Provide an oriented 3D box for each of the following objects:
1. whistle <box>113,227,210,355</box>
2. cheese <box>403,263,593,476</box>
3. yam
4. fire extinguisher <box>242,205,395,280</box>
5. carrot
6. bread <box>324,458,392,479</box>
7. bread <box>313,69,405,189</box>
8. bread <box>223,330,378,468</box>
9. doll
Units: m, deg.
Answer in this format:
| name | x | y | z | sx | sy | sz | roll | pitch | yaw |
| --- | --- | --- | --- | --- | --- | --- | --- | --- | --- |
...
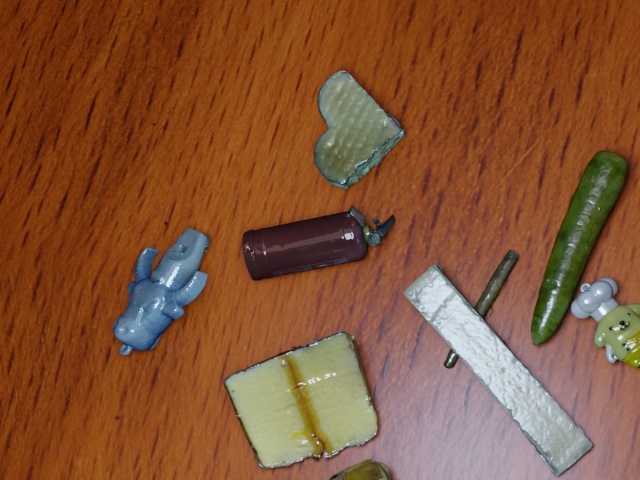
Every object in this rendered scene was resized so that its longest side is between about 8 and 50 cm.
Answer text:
| name | x | y | z | sx | sy | sz | roll | pitch | yaw |
| --- | --- | --- | --- | --- | --- | --- | --- | --- | --- |
| whistle | -0.294 | 0.095 | 1.850 | 0.180 | 0.093 | 0.269 | 19 | 77 | 44 |
| cheese | 0.294 | 0.210 | 1.680 | 0.085 | 0.034 | 0.400 | -40 | 76 | 5 |
| yam | 0.279 | 0.121 | 1.732 | 0.029 | 0.027 | 0.234 | 32 | 84 | -6 |
| fire extinguisher | 0.000 | 0.000 | 1.805 | 0.269 | 0.105 | 0.105 | -12 | 72 | 11 |
| carrot | 0.432 | 0.014 | 1.703 | 0.074 | 0.074 | 0.358 | 22 | 84 | 19 |
| bread | 0.004 | 0.532 | 1.607 | 0.324 | 0.167 | 0.277 | -27 | 70 | 7 |
| bread | 0.073 | -0.206 | 1.858 | 0.172 | 0.064 | 0.232 | -2 | 75 | 13 |
| bread | -0.025 | 0.282 | 1.703 | 0.240 | 0.135 | 0.178 | -21 | 70 | 5 |
| doll | 0.488 | 0.134 | 1.655 | 0.106 | 0.062 | 0.162 | -38 | 68 | -4 |
